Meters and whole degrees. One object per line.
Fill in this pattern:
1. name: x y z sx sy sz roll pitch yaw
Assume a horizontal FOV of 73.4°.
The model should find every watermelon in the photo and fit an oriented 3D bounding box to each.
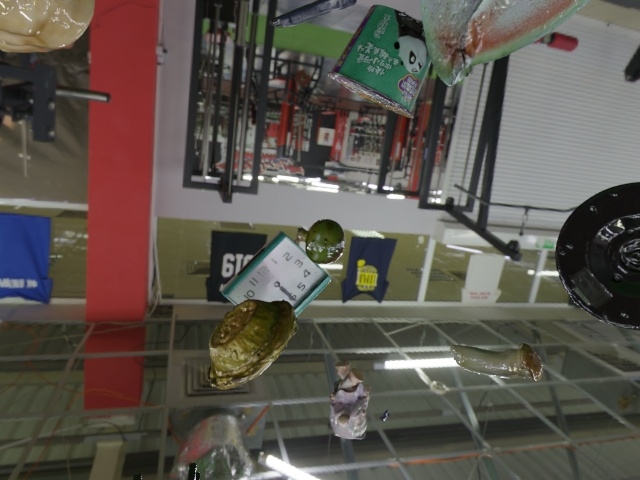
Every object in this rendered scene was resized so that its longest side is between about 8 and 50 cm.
1. watermelon: 0.279 -0.372 0.569 0.290 0.319 0.213 4 -164 2

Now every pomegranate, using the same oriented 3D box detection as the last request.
1. pomegranate: 0.008 0.002 1.167 0.131 0.130 0.130 7 -167 -2

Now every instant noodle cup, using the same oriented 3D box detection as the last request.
1. instant noodle cup: 0.169 -0.452 1.085 0.252 0.190 0.251 26 -166 -7

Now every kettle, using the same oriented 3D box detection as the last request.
1. kettle: 0.532 0.042 0.653 0.271 0.207 0.250 4 -142 -42

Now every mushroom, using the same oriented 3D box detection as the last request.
1. mushroom: 0.399 0.277 0.999 0.209 0.084 0.071 -8 -144 43

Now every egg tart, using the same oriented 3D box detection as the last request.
1. egg tart: -0.193 0.249 1.111 0.118 0.288 0.288 48 176 -23

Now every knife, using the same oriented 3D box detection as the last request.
1. knife: -0.009 -0.276 0.516 0.121 0.018 0.031 -32 -138 -18

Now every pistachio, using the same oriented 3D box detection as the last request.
1. pistachio: -0.342 -0.313 0.453 0.158 0.229 0.157 -22 -177 1

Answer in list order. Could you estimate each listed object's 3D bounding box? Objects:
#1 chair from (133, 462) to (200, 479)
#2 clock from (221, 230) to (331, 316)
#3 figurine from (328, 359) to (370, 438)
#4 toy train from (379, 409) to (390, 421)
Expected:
1. chair: -0.229 0.466 0.647 0.102 0.084 0.212 -6 -129 -12
2. clock: -0.138 0.130 1.344 0.231 0.262 0.116 44 179 -21
3. figurine: 0.096 0.559 1.483 0.133 0.275 0.200 5 -169 29
4. toy train: 0.186 0.503 1.233 0.017 0.083 0.017 -34 -116 -22
